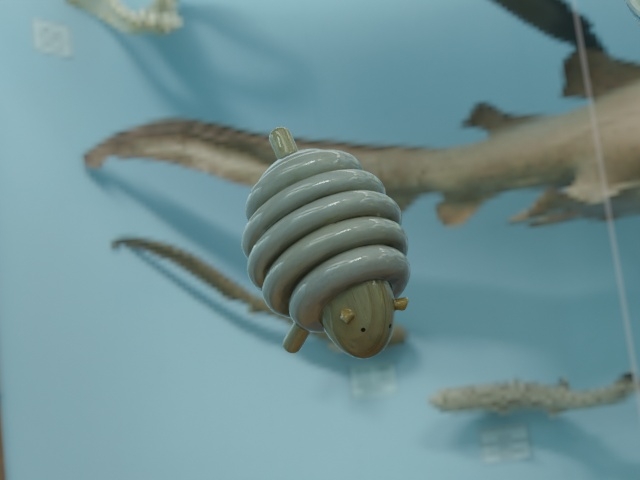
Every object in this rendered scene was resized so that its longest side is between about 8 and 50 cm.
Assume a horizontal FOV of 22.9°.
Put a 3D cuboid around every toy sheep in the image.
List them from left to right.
[{"bbox_3d":[0.000,0.000,0.788,0.091,0.132,0.091,-24,-23,-11],"label":"toy sheep"}]

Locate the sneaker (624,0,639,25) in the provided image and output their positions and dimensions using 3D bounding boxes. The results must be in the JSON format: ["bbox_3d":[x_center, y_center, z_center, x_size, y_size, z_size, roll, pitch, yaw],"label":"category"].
[{"bbox_3d":[0.359,-0.191,1.477,0.087,0.229,0.092,-46,-37,6],"label":"sneaker"}]
